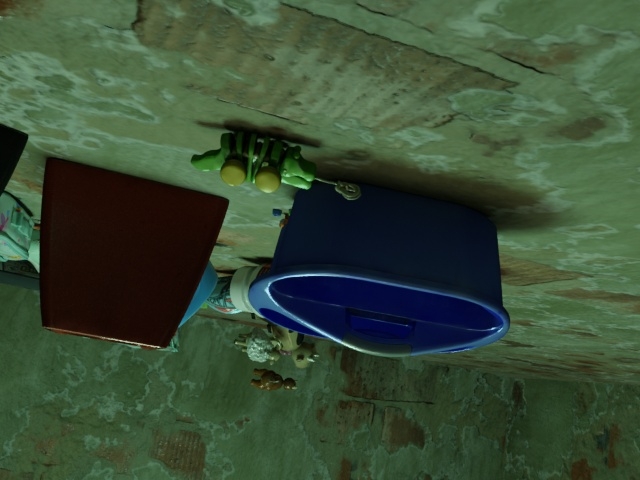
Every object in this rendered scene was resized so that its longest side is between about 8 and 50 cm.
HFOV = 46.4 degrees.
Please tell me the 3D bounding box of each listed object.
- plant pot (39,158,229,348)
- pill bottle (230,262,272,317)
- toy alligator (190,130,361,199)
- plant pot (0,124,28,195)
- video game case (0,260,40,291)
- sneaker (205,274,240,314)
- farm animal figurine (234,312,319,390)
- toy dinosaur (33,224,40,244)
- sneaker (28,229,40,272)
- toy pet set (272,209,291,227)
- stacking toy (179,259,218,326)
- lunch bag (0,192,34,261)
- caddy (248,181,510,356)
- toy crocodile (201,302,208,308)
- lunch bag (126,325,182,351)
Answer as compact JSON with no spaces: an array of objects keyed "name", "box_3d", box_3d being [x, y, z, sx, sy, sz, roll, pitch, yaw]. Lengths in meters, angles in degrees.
[{"name":"plant pot","box_3d":[-0.315,0.043,1.178,0.267,0.236,0.267,12,168,-15]},{"name":"pill bottle","box_3d":[-0.077,0.108,1.580,0.221,0.121,0.121,3,167,34]},{"name":"toy alligator","box_3d":[-0.045,-0.086,0.804,0.189,0.056,0.051,10,128,-1]},{"name":"plant pot","box_3d":[-0.513,-0.077,0.941,0.187,0.167,0.188,-3,162,45]},{"name":"video game case","box_3d":[-0.714,0.066,1.877,0.274,0.035,0.248,17,-169,-32]},{"name":"sneaker","box_3d":[-0.180,0.112,1.819,0.261,0.104,0.125,2,149,17]},{"name":"farm animal figurine","box_3d":[-0.078,0.273,2.165,0.172,0.330,0.327,7,140,25]},{"name":"toy dinosaur","box_3d":[-0.582,-0.030,1.591,0.082,0.047,0.090,25,130,-25]},{"name":"sneaker","box_3d":[-0.582,0.040,1.741,0.151,0.094,0.256,8,169,1]},{"name":"toy pet set","box_3d":[0.000,0.000,1.133,0.122,0.065,0.114,2,166,35]},{"name":"stacking toy","box_3d":[-0.371,0.045,1.526,0.301,0.175,0.166,22,151,42]},{"name":"lunch bag","box_3d":[-0.669,-0.033,1.421,0.223,0.108,0.279,11,168,-6]},{"name":"caddy","box_3d":[0.079,0.063,0.978,0.341,0.179,0.241,11,155,-8]},{"name":"toy crocodile","box_3d":[-0.427,0.126,1.969,0.105,0.115,0.340,-3,163,45]},{"name":"lunch bag","box_3d":[-0.417,0.148,1.796,0.160,0.224,0.262,-5,162,35]}]
